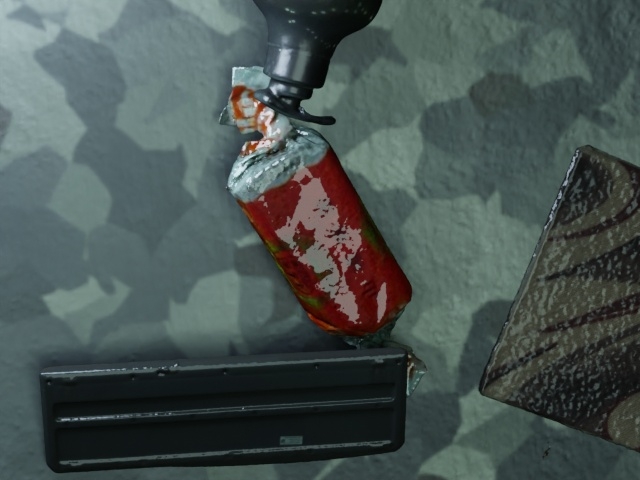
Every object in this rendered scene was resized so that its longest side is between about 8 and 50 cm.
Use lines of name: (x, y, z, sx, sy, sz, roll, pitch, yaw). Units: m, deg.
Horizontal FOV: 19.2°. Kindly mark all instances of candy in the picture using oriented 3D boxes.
candy: (0.001, 0.000, 1.427, 0.086, 0.059, 0.292, -33, 107, -7)

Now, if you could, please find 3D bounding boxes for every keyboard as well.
keyboard: (-0.017, 0.127, 1.427, 0.381, 0.041, 0.103, 1, 120, -1)

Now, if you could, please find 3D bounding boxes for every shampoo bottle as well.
shampoo bottle: (0.007, -0.227, 1.361, 0.101, 0.101, 0.284, 12, 96, -16)

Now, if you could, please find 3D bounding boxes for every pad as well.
pad: (0.311, 0.077, 1.545, 0.330, 0.004, 0.220, 20, 95, -16)
